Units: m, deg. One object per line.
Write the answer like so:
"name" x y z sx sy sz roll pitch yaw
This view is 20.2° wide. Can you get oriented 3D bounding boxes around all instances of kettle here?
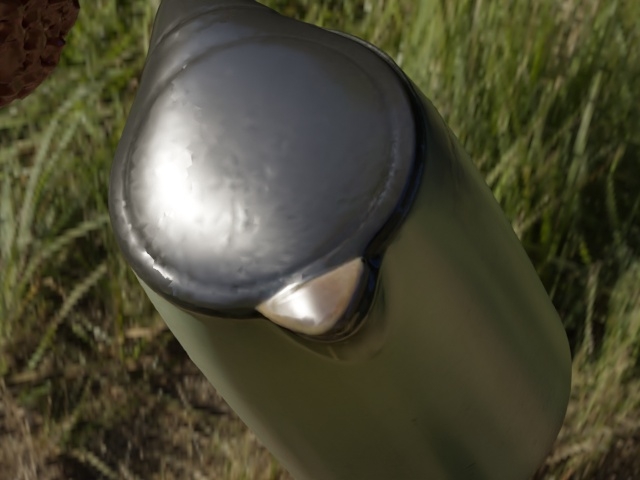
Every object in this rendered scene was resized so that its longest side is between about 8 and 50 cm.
"kettle" 0.000 0.000 0.859 0.165 0.255 0.240 -30 56 6

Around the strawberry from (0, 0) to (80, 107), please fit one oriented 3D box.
"strawberry" -0.347 -0.208 1.541 0.292 0.292 0.310 -5 37 -6
